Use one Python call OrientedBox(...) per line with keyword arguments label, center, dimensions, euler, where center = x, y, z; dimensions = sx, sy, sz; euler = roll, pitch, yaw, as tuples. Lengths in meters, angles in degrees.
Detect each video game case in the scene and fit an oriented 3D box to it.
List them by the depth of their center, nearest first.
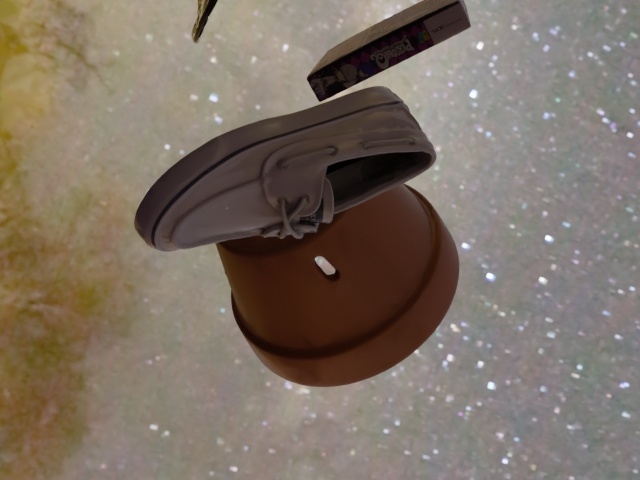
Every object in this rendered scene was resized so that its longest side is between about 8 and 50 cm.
OrientedBox(label="video game case", center=(0.094, -0.264, 1.296), dimensions=(0.210, 0.042, 0.232), euler=(-25, -166, 14))

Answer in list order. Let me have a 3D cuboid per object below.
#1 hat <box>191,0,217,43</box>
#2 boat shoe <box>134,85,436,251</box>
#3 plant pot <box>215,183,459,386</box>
OrientedBox(label="hat", center=(-0.140, -0.303, 0.747), dimensions=(0.331, 0.133, 0.331), euler=(180, -90, -79))
OrientedBox(label="boat shoe", center=(-0.020, -0.047, 0.789), dimensions=(0.084, 0.258, 0.095), euler=(51, -23, 28))
OrientedBox(label="plant pot", center=(0.000, 0.000, 1.182), dimensions=(0.290, 0.203, 0.291), euler=(-15, -134, 16))
